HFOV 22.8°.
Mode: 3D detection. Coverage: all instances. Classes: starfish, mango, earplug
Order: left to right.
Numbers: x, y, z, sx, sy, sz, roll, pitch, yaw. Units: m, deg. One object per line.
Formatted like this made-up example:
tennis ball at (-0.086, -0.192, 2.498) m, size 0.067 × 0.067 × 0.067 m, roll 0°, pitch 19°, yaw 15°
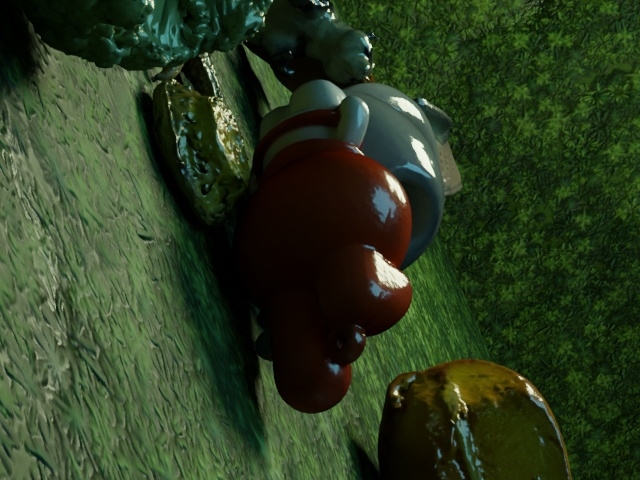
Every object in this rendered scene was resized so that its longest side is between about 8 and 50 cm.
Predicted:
starfish at (-0.121, -0.187, 1.347) m, size 0.247 × 0.050 × 0.138 m, roll 69°, pitch 9°, yaw 22°
earplug at (0.043, -0.044, 1.511) m, size 0.325 × 0.175 × 0.214 m, roll -11°, pitch 117°, yaw -78°
mango at (0.172, 0.285, 1.576) m, size 0.199 × 0.201 × 0.350 m, roll -44°, pitch 124°, yaw -50°

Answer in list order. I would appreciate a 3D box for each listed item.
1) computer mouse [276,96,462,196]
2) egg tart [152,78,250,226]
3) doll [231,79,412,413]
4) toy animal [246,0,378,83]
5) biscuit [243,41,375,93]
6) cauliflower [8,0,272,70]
computer mouse at (0.061, -0.073, 1.813) m, size 0.389 × 0.199 × 0.115 m, roll 31°, pitch 61°, yaw -66°
egg tart at (-0.088, -0.068, 1.233) m, size 0.130 × 0.052 × 0.130 m, roll -19°, pitch 90°, yaw -82°
doll at (0.000, 0.000, 1.255) m, size 0.130 × 0.161 × 0.290 m, roll 30°, pitch 37°, yaw -37°
toy animal at (-0.043, -0.214, 1.511) m, size 0.121 × 0.225 × 0.094 m, roll -4°, pitch 116°, yaw -63°
biscuit at (-0.004, -0.194, 1.751) m, size 0.138 × 0.031 × 0.205 m, roll 45°, pitch -13°, yaw -29°
cauliflower at (-0.099, -0.246, 0.931) m, size 0.275 × 0.250 × 0.272 m, roll -59°, pitch 129°, yaw -86°
